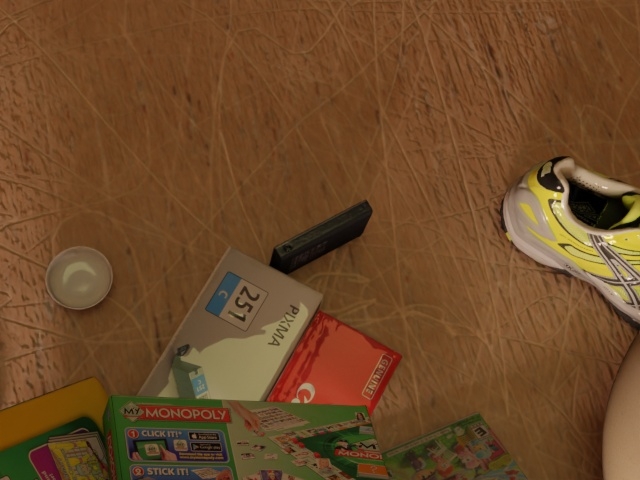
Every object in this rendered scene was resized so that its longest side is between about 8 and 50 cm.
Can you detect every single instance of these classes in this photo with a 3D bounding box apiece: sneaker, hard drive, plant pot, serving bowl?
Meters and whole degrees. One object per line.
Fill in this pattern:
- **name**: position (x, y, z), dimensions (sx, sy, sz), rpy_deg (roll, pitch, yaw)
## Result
- **sneaker**: position (0.421, 0.019, 1.397), dimensions (0.385, 0.147, 0.145), rpy_deg (24, 68, 1)
- **hard drive**: position (0.000, 0.000, 1.381), dimensions (0.135, 0.094, 0.022), rpy_deg (-27, 77, -15)
- **plant pot**: position (0.447, 0.256, 1.278), dimensions (0.284, 0.284, 0.191), rpy_deg (35, 106, 6)
- **serving bowl**: position (-0.304, 0.051, 1.364), dimensions (0.083, 0.027, 0.083), rpy_deg (2, 70, -6)

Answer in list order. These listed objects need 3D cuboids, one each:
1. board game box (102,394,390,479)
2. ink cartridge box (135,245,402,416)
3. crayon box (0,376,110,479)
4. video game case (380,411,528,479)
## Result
- **board game box**: position (-0.070, 0.271, 1.184), dimensions (0.317, 0.046, 0.213), rpy_deg (6, 40, -23)
- **ink cartridge box**: position (-0.073, 0.193, 1.322), dimensions (0.261, 0.066, 0.296), rpy_deg (28, 70, 5)
- **crayon box**: position (-0.263, 0.347, 1.102), dimensions (0.106, 0.313, 0.363), rpy_deg (-35, 82, 24)
- **video game case**: position (0.141, 0.310, 1.270), dimensions (0.212, 0.023, 0.193), rpy_deg (-19, 43, -15)
